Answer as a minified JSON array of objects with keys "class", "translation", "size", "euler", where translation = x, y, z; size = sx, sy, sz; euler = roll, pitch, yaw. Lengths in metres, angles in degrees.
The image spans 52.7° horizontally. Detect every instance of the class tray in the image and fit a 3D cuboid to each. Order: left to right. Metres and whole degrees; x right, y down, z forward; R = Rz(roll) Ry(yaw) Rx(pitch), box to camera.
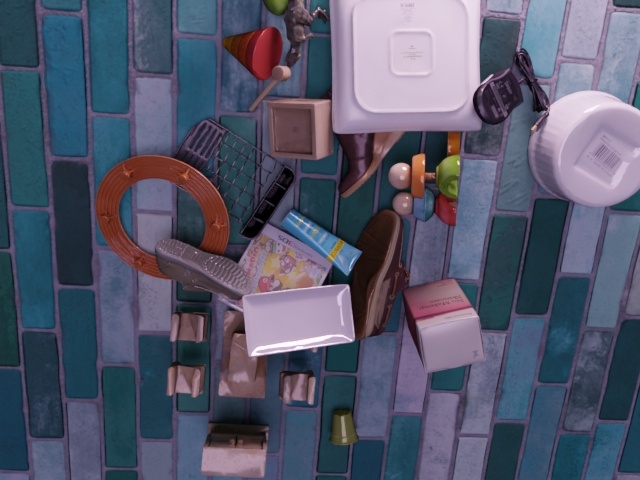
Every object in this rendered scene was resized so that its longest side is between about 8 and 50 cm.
[{"class":"tray","translation":[-0.052,0.188,1.546],"size":[0.271,0.030,0.145],"euler":[-5,86,-20]}]

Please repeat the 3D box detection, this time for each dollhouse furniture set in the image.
[{"class":"dollhouse furniture set","translation":[-0.205,0.380,1.693],"size":[0.363,0.256,0.393],"euler":[4,87,-5]}]

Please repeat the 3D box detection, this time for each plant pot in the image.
[{"class":"plant pot","translation":[0.062,0.512,1.792],"size":[0.083,0.083,0.079],"euler":[-5,97,-1]}]

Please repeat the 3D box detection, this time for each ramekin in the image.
[{"class":"ramekin","translation":[0.654,-0.211,1.545],"size":[0.278,0.135,0.277],"euler":[-1,109,-2]}]

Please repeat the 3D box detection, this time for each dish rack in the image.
[{"class":"dish rack","translation":[-0.219,-0.153,1.551],"size":[0.272,0.074,0.208],"euler":[32,103,-12]}]

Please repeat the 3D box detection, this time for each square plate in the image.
[{"class":"square plate","translation":[0.197,-0.417,1.454],"size":[0.348,0.049,0.343],"euler":[-2,95,-5]}]

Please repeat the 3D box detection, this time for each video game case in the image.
[{"class":"video game case","translation":[-0.106,0.096,1.591],"size":[0.206,0.026,0.226],"euler":[28,76,1]}]

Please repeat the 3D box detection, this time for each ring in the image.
[{"class":"ring","translation":[-0.385,-0.045,1.559],"size":[0.337,0.032,0.336],"euler":[4,117,7]}]

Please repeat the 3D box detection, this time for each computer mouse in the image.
[{"class":"computer mouse","translation":[0.433,-0.309,1.488],"size":[0.262,0.060,0.184],"euler":[-45,111,-34]}]

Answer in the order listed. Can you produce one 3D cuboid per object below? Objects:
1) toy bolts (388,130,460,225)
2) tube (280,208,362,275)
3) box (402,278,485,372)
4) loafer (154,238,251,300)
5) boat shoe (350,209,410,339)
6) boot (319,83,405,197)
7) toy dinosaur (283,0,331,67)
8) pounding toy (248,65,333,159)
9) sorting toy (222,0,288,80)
[{"class":"toy bolts","translation":[0.249,-0.151,1.551],"size":[0.159,0.218,0.228],"euler":[2,141,10]},{"class":"tube","translation":[0.000,0.000,1.602],"size":[0.207,0.052,0.080],"euler":[34,66,-1]},{"class":"box","translation":[0.301,0.206,1.614],"size":[0.149,0.232,0.126],"euler":[-12,109,1]},{"class":"loafer","translation":[-0.281,0.080,1.544],"size":[0.251,0.094,0.087],"euler":[26,124,7]},{"class":"boat shoe","translation":[0.160,0.090,1.645],"size":[0.123,0.123,0.341],"euler":[4,103,-35]},{"class":"boot","translation":[0.064,-0.250,1.544],"size":[0.207,0.090,0.248],"euler":[37,104,-1]},{"class":"toy dinosaur","translation":[-0.042,-0.510,1.418],"size":[0.118,0.064,0.268],"euler":[-39,141,-30]},{"class":"pounding toy","translation":[-0.067,-0.301,1.496],"size":[0.181,0.094,0.205],"euler":[8,111,28]},{"class":"sorting toy","translation":[-0.136,-0.548,1.426],"size":[0.126,0.127,0.365],"euler":[21,105,21]}]
